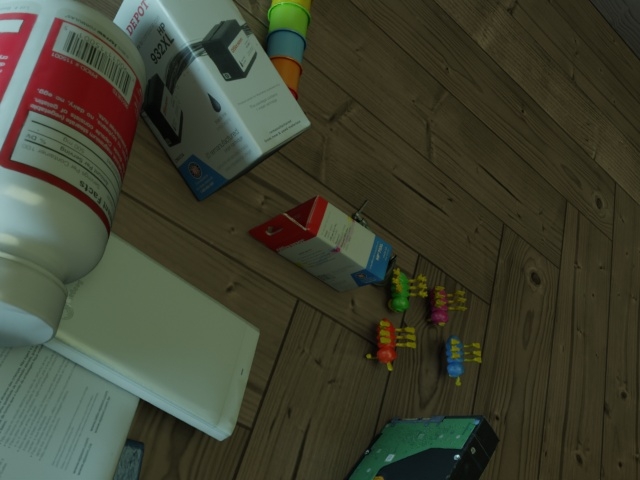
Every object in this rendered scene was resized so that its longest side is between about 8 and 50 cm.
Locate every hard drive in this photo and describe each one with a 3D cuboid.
[{"bbox_3d":[0.121,0.425,0.926,0.339,0.237,0.064,-42,102,-39],"label":"hard drive"},{"bbox_3d":[-0.238,0.135,0.841,0.308,0.040,0.203,38,35,-22],"label":"hard drive"}]

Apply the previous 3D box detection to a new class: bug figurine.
[{"bbox_3d":[0.212,0.178,1.180,0.279,0.072,0.216,18,63,-29],"label":"bug figurine"}]

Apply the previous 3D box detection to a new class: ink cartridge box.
[{"bbox_3d":[0.000,0.000,1.040,0.231,0.134,0.078,34,59,-24],"label":"ink cartridge box"},{"bbox_3d":[-0.395,0.233,0.635,0.330,0.071,0.324,34,32,-21],"label":"ink cartridge box"},{"bbox_3d":[-0.194,-0.250,0.920,0.129,0.223,0.307,-39,99,-38],"label":"ink cartridge box"}]

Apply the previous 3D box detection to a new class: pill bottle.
[{"bbox_3d":[-0.366,-0.089,0.705,0.229,0.229,0.407,22,55,-30],"label":"pill bottle"}]

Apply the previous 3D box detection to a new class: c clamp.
[{"bbox_3d":[0.111,0.010,1.192,0.137,0.022,0.160,-43,102,-38],"label":"c clamp"}]

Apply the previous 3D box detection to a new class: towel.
[{"bbox_3d":[-0.306,0.302,0.780,0.120,0.029,0.067,22,62,-29],"label":"towel"}]

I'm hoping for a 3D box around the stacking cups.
[{"bbox_3d":[-0.079,-0.374,1.143,0.096,0.096,0.316,20,68,-31],"label":"stacking cups"}]
